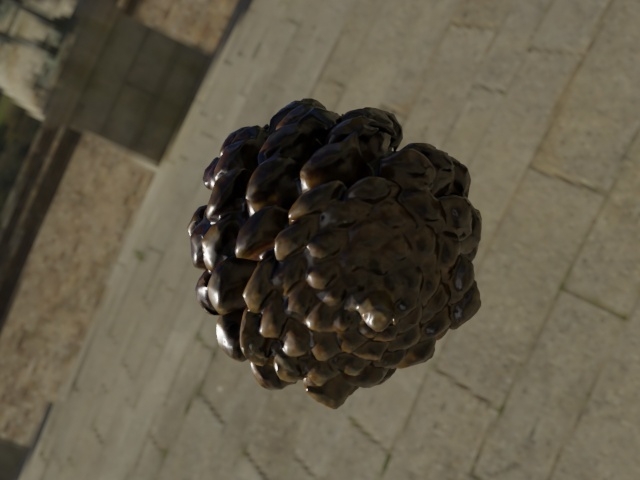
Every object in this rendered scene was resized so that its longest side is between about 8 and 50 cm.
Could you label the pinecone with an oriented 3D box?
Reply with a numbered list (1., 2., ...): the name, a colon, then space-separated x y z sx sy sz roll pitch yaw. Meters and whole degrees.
1. pinecone: 0.008 -0.007 1.205 0.243 0.243 0.257 -47 48 38
